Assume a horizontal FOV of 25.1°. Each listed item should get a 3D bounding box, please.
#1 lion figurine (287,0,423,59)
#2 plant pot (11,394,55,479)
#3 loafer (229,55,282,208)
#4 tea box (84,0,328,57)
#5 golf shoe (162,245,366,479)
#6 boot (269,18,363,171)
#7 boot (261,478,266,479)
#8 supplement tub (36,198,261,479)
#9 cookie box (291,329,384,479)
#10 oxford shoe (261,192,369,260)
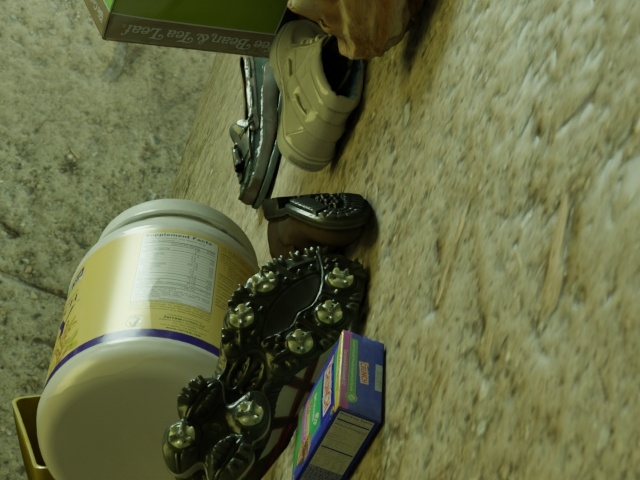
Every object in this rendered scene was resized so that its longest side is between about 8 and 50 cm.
[{"bbox_3d":[0.071,-0.366,1.512,0.392,0.142,0.240,-64,-29,-54],"label":"lion figurine"},{"bbox_3d":[-0.265,0.312,1.802,0.212,0.212,0.187,-139,48,-64],"label":"plant pot"},{"bbox_3d":[-0.100,-0.163,2.095,0.096,0.084,0.268,123,162,-51],"label":"loafer"},{"bbox_3d":[-0.108,-0.418,1.779,0.220,0.329,0.324,59,135,42],"label":"tea box"},{"bbox_3d":[-0.050,0.122,1.292,0.273,0.105,0.120,-54,-22,-29],"label":"golf shoe"},{"bbox_3d":[0.006,-0.204,1.686,0.123,0.095,0.258,-55,28,38],"label":"boot"},{"bbox_3d":[-0.077,0.276,1.336,0.086,0.069,0.190,-65,13,5],"label":"boot"},{"bbox_3d":[-0.177,0.124,1.618,0.331,0.241,0.241,-90,21,-57],"label":"supplement tub"},{"bbox_3d":[0.014,0.144,1.182,0.092,0.040,0.107,-84,17,-51],"label":"cookie box"},{"bbox_3d":[0.000,0.000,1.432,0.227,0.082,0.096,180,86,-77],"label":"oxford shoe"}]
